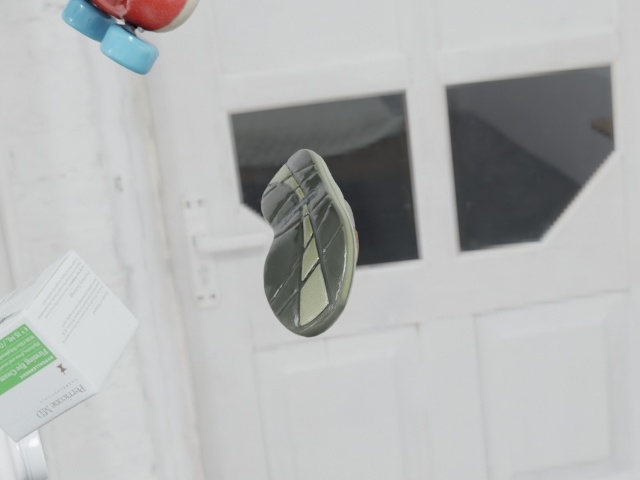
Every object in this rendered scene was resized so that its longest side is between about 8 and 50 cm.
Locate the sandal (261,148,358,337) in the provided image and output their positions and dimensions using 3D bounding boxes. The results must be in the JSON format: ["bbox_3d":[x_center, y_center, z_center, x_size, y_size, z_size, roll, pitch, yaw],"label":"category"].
[{"bbox_3d":[0.001,-0.002,1.405,0.120,0.086,0.302,-39,29,20],"label":"sandal"}]

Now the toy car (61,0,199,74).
[{"bbox_3d":[-0.281,-0.366,1.550,0.238,0.219,0.210,23,13,-49],"label":"toy car"}]

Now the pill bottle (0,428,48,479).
[{"bbox_3d":[-0.529,0.332,1.769,0.264,0.146,0.146,-15,18,-17],"label":"pill bottle"}]

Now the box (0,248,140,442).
[{"bbox_3d":[-0.218,0.083,0.979,0.101,0.087,0.102,-32,18,27],"label":"box"}]
